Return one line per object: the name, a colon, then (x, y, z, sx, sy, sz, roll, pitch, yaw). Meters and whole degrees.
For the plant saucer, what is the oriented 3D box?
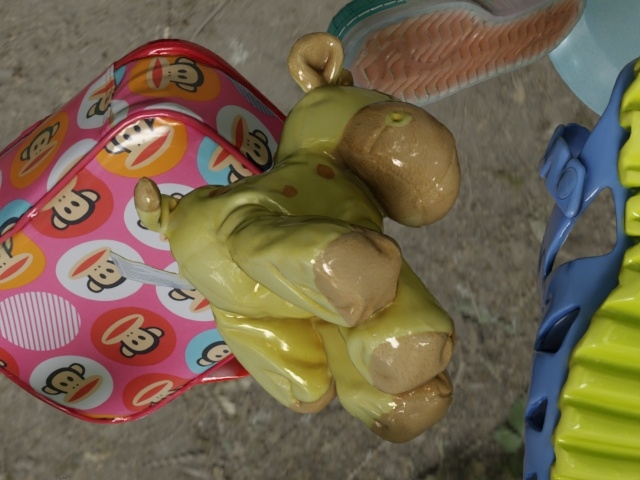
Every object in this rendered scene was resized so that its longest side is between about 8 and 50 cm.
plant saucer: (0.274, -0.194, 1.267, 0.037, 0.195, 0.195, -31, 110, -24)

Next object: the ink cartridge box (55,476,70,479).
ink cartridge box: (-0.223, 0.222, 0.887, 0.150, 0.109, 0.063, -25, 100, 28)

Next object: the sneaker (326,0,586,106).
sneaker: (0.093, -0.194, 1.160, 0.121, 0.302, 0.108, 45, 128, 24)

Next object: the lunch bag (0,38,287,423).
lunch bag: (-0.122, 0.014, 1.039, 0.293, 0.120, 0.258, -34, 125, 24)

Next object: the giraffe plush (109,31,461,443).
giraffe plush: (0.010, -0.015, 0.788, 0.210, 0.170, 0.181, 25, 150, 24)

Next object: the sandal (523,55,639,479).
sandal: (0.180, 0.032, 0.831, 0.126, 0.138, 0.317, 24, 71, -22)
